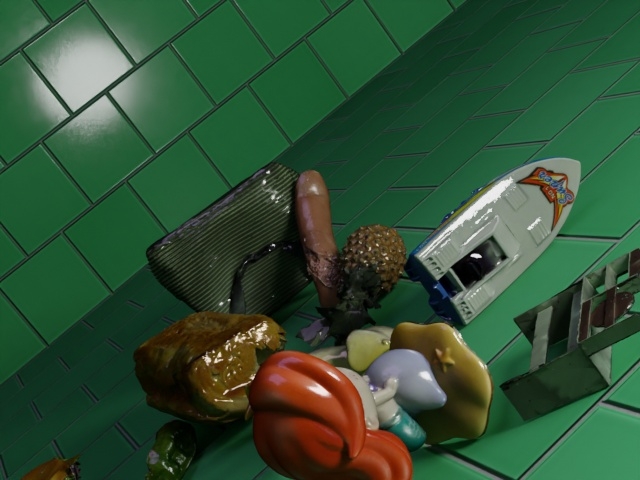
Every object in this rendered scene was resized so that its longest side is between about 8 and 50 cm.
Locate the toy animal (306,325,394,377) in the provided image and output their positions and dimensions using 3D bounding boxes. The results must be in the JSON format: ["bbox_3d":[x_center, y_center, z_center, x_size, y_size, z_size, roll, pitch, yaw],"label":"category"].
[{"bbox_3d":[0.022,0.190,1.512,0.168,0.121,0.233,-26,-3,-26],"label":"toy animal"}]

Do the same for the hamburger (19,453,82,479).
[{"bbox_3d":[-0.468,0.446,1.922,0.164,0.093,0.189,-23,21,40],"label":"hamburger"}]

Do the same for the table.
[{"bbox_3d":[0.288,0.102,1.226,0.175,0.062,0.146,-31,15,28],"label":"table"}]

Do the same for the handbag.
[{"bbox_3d":[-0.137,0.028,2.130,0.340,0.240,0.247,-36,1,0],"label":"handbag"}]

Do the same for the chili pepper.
[{"bbox_3d":[-0.233,0.324,1.780,0.073,0.072,0.204,-25,12,9],"label":"chili pepper"}]

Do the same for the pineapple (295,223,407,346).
[{"bbox_3d":[0.053,0.083,1.777,0.130,0.119,0.277,-9,27,24],"label":"pineapple"}]

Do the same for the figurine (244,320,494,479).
[{"bbox_3d":[0.047,0.199,1.198,0.257,0.208,0.181,-15,40,-40],"label":"figurine"}]

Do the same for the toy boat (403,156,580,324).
[{"bbox_3d":[0.259,-0.021,1.562,0.295,0.129,0.088,-40,14,-16],"label":"toy boat"}]

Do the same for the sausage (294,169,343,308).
[{"bbox_3d":[0.001,0.000,1.961,0.078,0.078,0.304,-32,47,20],"label":"sausage"}]

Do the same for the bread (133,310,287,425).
[{"bbox_3d":[-0.177,0.214,1.829,0.195,0.149,0.344,-31,12,-23],"label":"bread"}]
